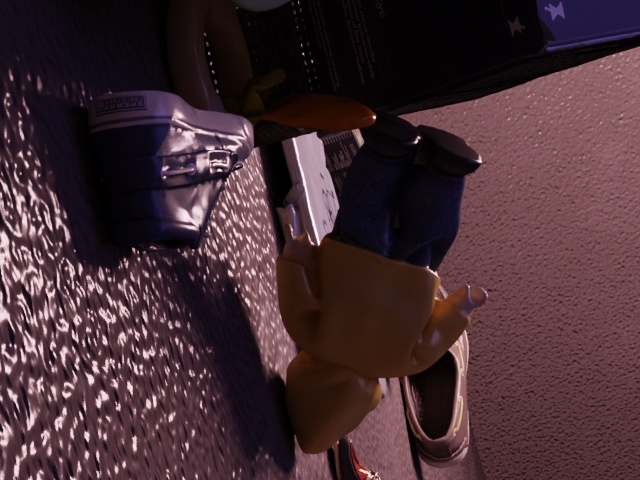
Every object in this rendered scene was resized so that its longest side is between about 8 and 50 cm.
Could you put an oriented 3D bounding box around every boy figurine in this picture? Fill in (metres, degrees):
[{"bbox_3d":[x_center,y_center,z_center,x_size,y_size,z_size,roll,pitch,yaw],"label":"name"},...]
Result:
[{"bbox_3d":[0.046,0.046,1.034,0.092,0.177,0.285,-106,-150,-68],"label":"boy figurine"}]

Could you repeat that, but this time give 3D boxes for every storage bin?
[{"bbox_3d":[-0.055,-0.181,1.118,0.122,0.084,0.180,21,56,-80],"label":"storage bin"}]

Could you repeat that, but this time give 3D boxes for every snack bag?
[{"bbox_3d":[0.000,0.000,1.377,0.323,0.037,0.343,49,26,-75],"label":"snack bag"}]

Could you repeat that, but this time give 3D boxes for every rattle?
[{"bbox_3d":[-0.051,-0.176,0.962,0.130,0.142,0.200,10,73,-55],"label":"rattle"}]

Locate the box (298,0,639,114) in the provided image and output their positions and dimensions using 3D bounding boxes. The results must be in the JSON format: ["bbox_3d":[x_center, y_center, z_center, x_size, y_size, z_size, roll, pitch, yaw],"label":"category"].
[{"bbox_3d":[0.113,-0.291,1.011,0.312,0.179,0.343,-9,-85,63],"label":"box"}]

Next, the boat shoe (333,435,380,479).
[{"bbox_3d":[0.045,0.249,1.247,0.049,0.043,0.137,-78,152,-68],"label":"boat shoe"}]

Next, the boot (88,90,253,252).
[{"bbox_3d":[-0.086,-0.034,0.765,0.190,0.069,0.086,5,79,-73],"label":"boot"}]

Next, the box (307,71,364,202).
[{"bbox_3d":[0.056,-0.109,1.772,0.216,0.060,0.270,-93,161,-49],"label":"box"}]

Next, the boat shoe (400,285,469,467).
[{"bbox_3d":[0.179,0.195,2.022,0.097,0.116,0.324,69,16,-60],"label":"boat shoe"}]

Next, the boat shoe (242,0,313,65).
[{"bbox_3d":[-0.018,-0.224,1.333,0.302,0.114,0.091,-78,149,-73],"label":"boat shoe"}]

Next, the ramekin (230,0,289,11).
[{"bbox_3d":[-0.039,-0.304,0.743,0.303,0.148,0.303,-57,168,-20],"label":"ramekin"}]
